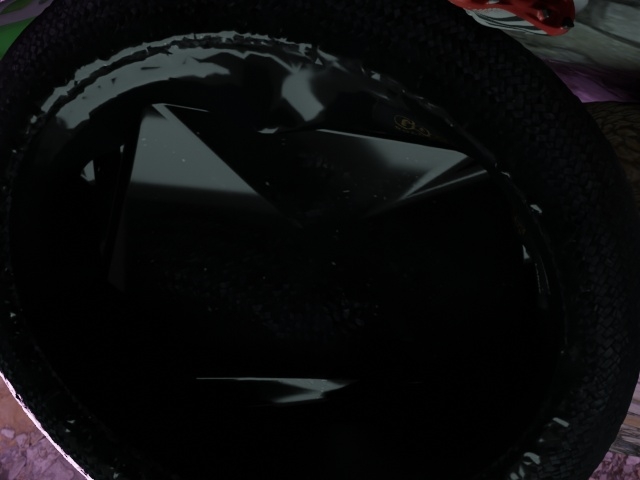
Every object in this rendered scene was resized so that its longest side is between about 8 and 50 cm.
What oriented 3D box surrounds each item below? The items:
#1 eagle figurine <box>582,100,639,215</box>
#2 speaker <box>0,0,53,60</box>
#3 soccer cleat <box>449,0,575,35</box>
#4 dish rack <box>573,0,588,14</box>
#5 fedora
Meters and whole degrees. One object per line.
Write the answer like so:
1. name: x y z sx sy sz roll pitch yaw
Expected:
1. eagle figurine: 0.091 -0.047 1.048 0.226 0.225 0.298 -29 171 -44
2. speaker: -0.149 -0.107 1.156 0.131 0.131 0.296 22 170 -29
3. soccer cleat: 0.064 -0.100 0.706 0.083 0.029 0.035 16 167 -31
4. dish rack: -0.067 -0.174 0.782 0.285 0.072 0.333 25 168 -38
5. fedora: 0.000 0.000 0.859 0.334 0.334 0.152 14 -159 16
